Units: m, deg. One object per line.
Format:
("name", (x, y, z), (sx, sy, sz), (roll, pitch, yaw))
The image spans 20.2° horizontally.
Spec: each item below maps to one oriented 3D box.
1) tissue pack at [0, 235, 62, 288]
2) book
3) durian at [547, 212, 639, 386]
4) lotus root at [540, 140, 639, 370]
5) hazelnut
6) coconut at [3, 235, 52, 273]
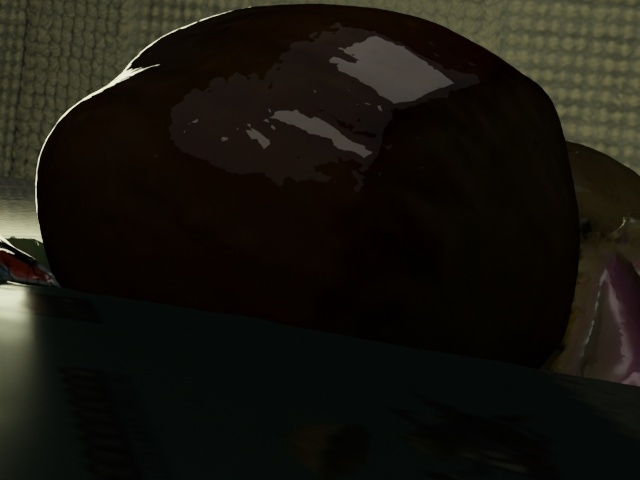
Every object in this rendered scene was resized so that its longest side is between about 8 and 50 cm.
("tissue pack", (-0.178, 0.031, 0.567), (0.170, 0.090, 0.103), (3, 7, -30))
("book", (0.093, 0.075, 0.439), (0.379, 0.031, 0.264), (11, 7, -15))
("durian", (0.166, 0.044, 0.693), (0.182, 0.132, 0.165), (-4, -14, 30))
("lotus root", (0.076, 0.014, 0.920), (0.284, 0.146, 0.160), (-1, 25, -13))
("hazelnut", (0.003, -0.009, 0.679), (0.186, 0.210, 0.210), (-27, -19, 37))
("coconut", (-0.130, 0.036, 0.695), (0.082, 0.081, 0.083), (42, 31, -16))
